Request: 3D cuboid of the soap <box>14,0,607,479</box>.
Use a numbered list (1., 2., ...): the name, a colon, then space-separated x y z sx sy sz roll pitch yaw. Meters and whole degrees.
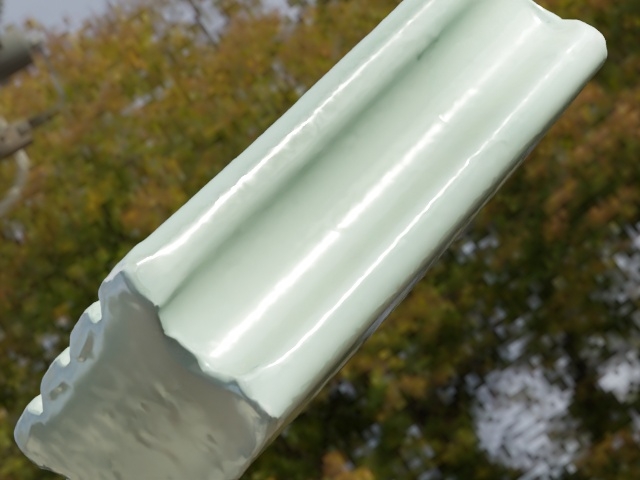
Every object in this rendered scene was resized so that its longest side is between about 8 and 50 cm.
1. soap: 0.000 0.000 0.788 0.265 0.087 0.160 -46 -4 -38
